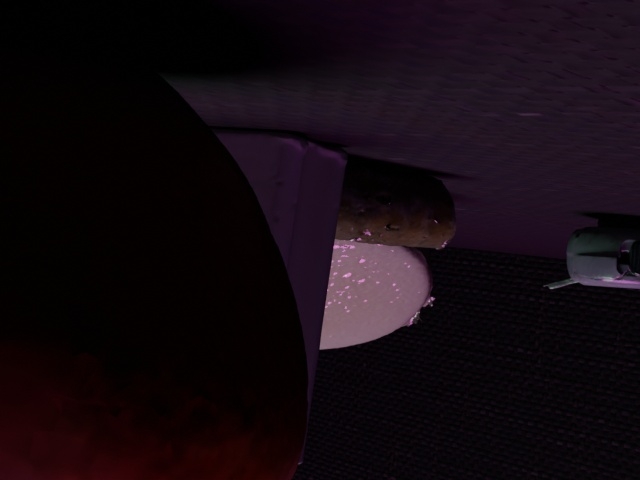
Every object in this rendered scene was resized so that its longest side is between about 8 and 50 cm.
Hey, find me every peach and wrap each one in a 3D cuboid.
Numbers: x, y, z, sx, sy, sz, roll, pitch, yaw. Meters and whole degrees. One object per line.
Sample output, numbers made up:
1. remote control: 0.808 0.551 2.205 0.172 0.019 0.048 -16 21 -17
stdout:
1. peach: -0.172 0.033 0.524 0.372 0.290 0.372 8 -177 0

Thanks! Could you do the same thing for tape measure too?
1. tape measure: 0.337 0.019 1.324 0.164 0.084 0.330 11 177 -20

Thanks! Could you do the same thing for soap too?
1. soap: -0.078 0.043 0.906 0.159 0.266 0.087 8 179 36

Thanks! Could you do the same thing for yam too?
1. yam: 0.041 -0.035 1.000 0.179 0.078 0.078 6 180 -27

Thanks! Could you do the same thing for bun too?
1. bun: 0.000 0.000 1.294 0.263 0.175 0.263 -4 143 -3
